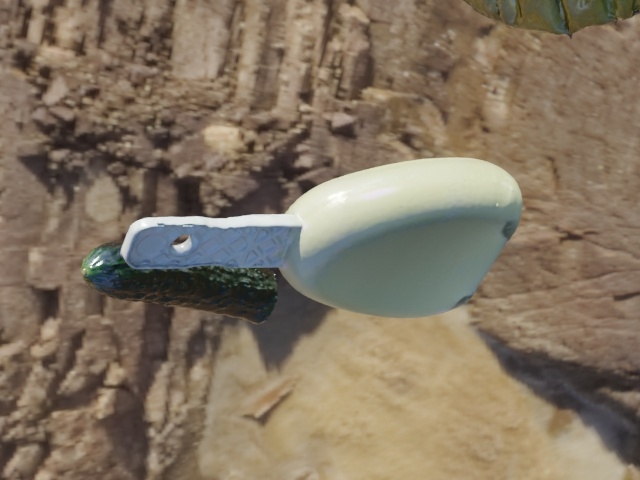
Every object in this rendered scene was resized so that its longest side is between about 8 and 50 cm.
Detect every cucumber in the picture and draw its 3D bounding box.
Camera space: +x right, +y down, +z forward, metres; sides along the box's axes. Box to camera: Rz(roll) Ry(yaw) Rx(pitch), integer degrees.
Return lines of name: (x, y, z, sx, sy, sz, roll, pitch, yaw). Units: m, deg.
cucumber: (-0.115, 0.031, 1.001, 0.052, 0.214, 0.058, -33, 65, 26)

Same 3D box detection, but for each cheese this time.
cheese: (0.000, 0.000, 0.763, 0.054, 0.251, 0.127, 64, 142, 36)

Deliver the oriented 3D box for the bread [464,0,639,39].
bread: (0.189, -0.276, 0.896, 0.227, 0.142, 0.253, 5, 54, 24)
